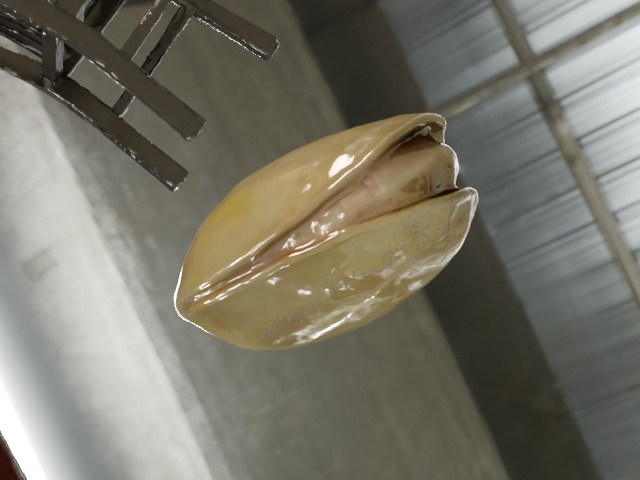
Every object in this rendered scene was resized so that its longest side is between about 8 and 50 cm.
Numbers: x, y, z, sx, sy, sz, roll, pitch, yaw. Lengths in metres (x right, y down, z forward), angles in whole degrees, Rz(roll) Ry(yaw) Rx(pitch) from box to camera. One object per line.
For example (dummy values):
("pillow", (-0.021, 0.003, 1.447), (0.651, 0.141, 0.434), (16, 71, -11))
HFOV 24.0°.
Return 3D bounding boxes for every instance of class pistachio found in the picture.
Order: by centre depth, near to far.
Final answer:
("pistachio", (0.000, 0.000, 1.295), (0.181, 0.293, 0.162), (-8, -105, -63))

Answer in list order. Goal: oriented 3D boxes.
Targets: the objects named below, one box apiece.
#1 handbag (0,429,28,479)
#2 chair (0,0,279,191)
("handbag", (-0.337, 0.183, 1.040), (0.275, 0.260, 0.084), (76, -171, -53))
("chair", (-0.127, -0.126, 0.695), (0.212, 0.084, 0.101), (32, -112, 0))
